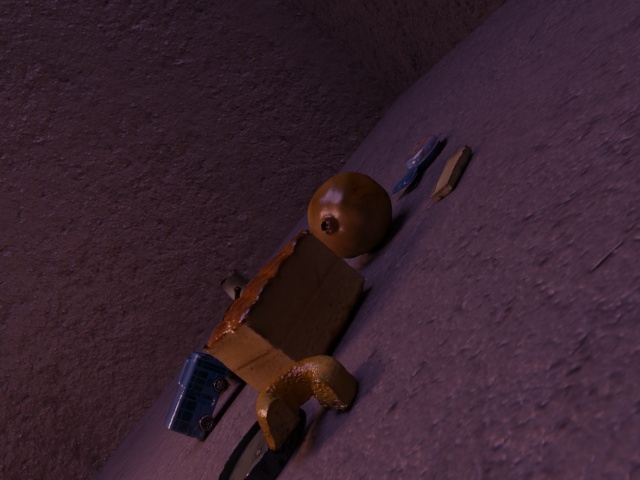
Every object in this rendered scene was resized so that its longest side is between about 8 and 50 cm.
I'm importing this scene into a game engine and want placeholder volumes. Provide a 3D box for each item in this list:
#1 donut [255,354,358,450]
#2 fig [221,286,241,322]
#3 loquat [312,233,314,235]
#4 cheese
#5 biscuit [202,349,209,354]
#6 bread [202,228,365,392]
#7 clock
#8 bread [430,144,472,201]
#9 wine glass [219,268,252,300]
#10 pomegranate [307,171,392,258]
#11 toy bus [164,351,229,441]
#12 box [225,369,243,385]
[{"bbox_3d":[-0.031,0.253,1.043,0.181,0.078,0.146,-32,16,5],"label":"donut"},{"bbox_3d":[-0.260,0.254,2.085,0.170,0.145,0.274,-50,-27,-36],"label":"fig"},{"bbox_3d":[0.047,-0.038,1.936,0.195,0.152,0.152,-45,4,-30],"label":"loquat"},{"bbox_3d":[0.283,-0.230,1.827,0.245,0.052,0.135,-54,8,-27],"label":"cheese"},{"bbox_3d":[-0.347,0.417,2.027,0.186,0.079,0.309,-52,-15,-52],"label":"biscuit"},{"bbox_3d":[-0.078,0.167,1.402,0.279,0.207,0.279,-42,11,52],"label":"bread"},{"bbox_3d":[-0.111,0.385,1.148,0.215,0.042,0.215,-49,7,8],"label":"clock"},{"bbox_3d":[0.300,-0.154,1.446,0.068,0.028,0.154,-41,12,51],"label":"bread"},{"bbox_3d":[-0.305,0.210,2.551,0.111,0.204,0.111,-45,11,12],"label":"wine glass"},{"bbox_3d":[0.080,-0.067,1.622,0.233,0.233,0.233,-49,7,9],"label":"pomegranate"},{"bbox_3d":[-0.345,0.430,1.781,0.116,0.133,0.234,-22,47,69],"label":"toy bus"},{"bbox_3d":[-0.205,0.318,1.932,0.243,0.067,0.155,-56,8,-34],"label":"box"}]
